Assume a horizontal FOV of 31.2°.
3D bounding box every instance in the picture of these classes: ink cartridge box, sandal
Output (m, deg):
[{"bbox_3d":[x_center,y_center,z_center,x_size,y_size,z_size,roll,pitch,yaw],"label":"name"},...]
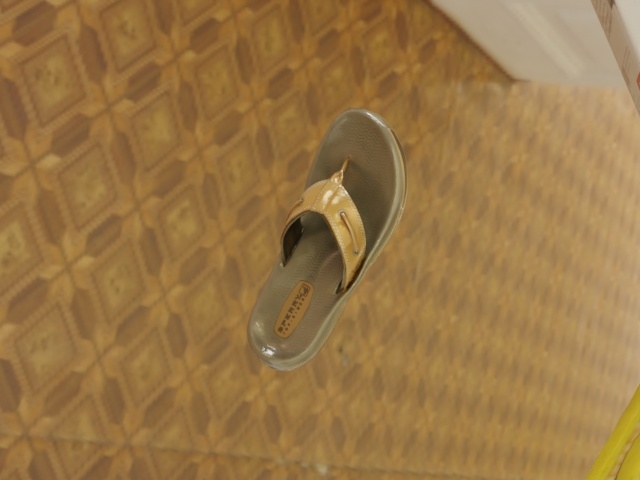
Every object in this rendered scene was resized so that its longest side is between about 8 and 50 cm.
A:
[{"bbox_3d":[0.321,-0.225,1.108,0.158,0.092,0.218,20,48,-77],"label":"ink cartridge box"},{"bbox_3d":[0.000,0.000,0.737,0.180,0.072,0.049,-64,155,1],"label":"sandal"}]

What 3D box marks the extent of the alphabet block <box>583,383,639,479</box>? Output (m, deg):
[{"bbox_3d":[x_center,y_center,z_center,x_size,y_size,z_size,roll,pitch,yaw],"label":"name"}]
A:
[{"bbox_3d":[0.274,0.167,0.645,0.192,0.197,0.193,-52,180,-29],"label":"alphabet block"}]
